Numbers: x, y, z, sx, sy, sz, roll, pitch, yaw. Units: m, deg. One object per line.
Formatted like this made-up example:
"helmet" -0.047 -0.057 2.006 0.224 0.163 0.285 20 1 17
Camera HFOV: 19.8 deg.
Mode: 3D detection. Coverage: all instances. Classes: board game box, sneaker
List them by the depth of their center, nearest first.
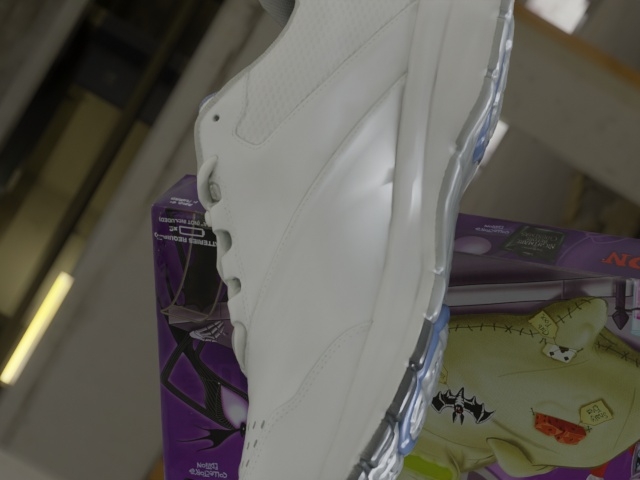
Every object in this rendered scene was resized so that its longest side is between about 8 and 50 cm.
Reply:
"sneaker" 0.000 0.000 0.794 0.111 0.129 0.297 91 12 -66
"board game box" 0.084 0.091 0.894 0.056 0.346 0.208 -51 144 -54
